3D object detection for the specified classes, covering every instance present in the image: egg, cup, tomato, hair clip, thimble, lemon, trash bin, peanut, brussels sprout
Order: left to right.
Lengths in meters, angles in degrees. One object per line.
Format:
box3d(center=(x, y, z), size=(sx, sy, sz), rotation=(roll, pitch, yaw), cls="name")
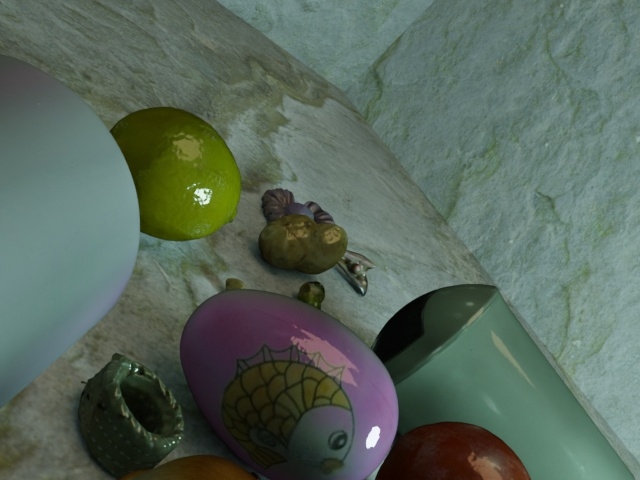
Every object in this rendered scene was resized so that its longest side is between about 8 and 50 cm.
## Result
box3d(center=(-0.294, 0.025, 0.468), size=(0.253, 0.253, 0.371), rotation=(45, 20, -7), cls="cup")
box3d(center=(-0.184, 0.167, 0.718), size=(0.110, 0.062, 0.084), rotation=(52, 19, 17), cls="thimble")
box3d(center=(-0.204, -0.090, 1.060), size=(0.248, 0.184, 0.184), rotation=(25, 27, -49), cls="lemon")
box3d(center=(-0.112, 0.088, 1.122), size=(0.083, 0.037, 0.037), rotation=(49, 17, 1), cls="peanut")
box3d(center=(-0.038, 0.168, 0.858), size=(0.271, 0.196, 0.196), rotation=(31, 17, 1), cls="egg")
box3d(center=(-0.029, 0.009, 1.390), size=(0.229, 0.103, 0.098), rotation=(11, 53, -59), cls="peanut")
box3d(center=(-0.016, 0.101, 1.305), size=(0.051, 0.046, 0.083), rotation=(45, 17, -14), cls="brussels sprout")
box3d(center=(0.007, -0.004, 1.562), size=(0.300, 0.069, 0.173), rotation=(41, 18, -16), cls="hair clip")
box3d(center=(0.172, 0.334, 0.948), size=(0.184, 0.208, 0.208), rotation=(13, 34, -36), cls="tomato")
box3d(center=(0.267, 0.278, 1.209), size=(0.432, 0.280, 0.280), rotation=(51, 17, 4), cls="trash bin")

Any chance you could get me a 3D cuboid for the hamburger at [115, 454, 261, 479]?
box3d(center=(-0.089, 0.269, 0.577), size=(0.237, 0.147, 0.237), rotation=(50, 5, -6), cls="hamburger")
